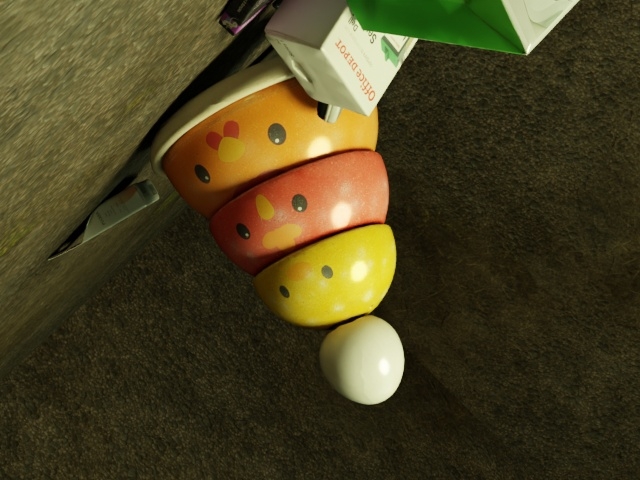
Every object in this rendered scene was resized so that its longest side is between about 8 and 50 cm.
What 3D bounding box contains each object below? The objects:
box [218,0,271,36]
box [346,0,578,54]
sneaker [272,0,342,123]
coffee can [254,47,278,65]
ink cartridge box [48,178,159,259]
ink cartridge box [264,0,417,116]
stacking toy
[{"bbox_3d":[-0.044,-0.299,1.509,0.116,0.029,0.162,-48,-178,-28],"label":"box"},{"bbox_3d":[0.176,-0.325,1.472,0.231,0.127,0.262,-46,-144,-19],"label":"box"},{"bbox_3d":[-0.008,-0.266,1.785,0.079,0.121,0.217,-65,168,-65],"label":"sneaker"},{"bbox_3d":[-0.074,-0.194,2.330,0.275,0.201,0.201,-47,-177,-27],"label":"coffee can"},{"bbox_3d":[-0.348,-0.035,2.185,0.179,0.045,0.145,-27,-175,4],"label":"ink cartridge box"},{"bbox_3d":[0.051,-0.281,1.638,0.219,0.092,0.160,-59,146,-11],"label":"ink cartridge box"},{"bbox_3d":[0.000,0.000,1.940,0.350,0.480,0.350,-24,169,-5],"label":"stacking toy"}]
